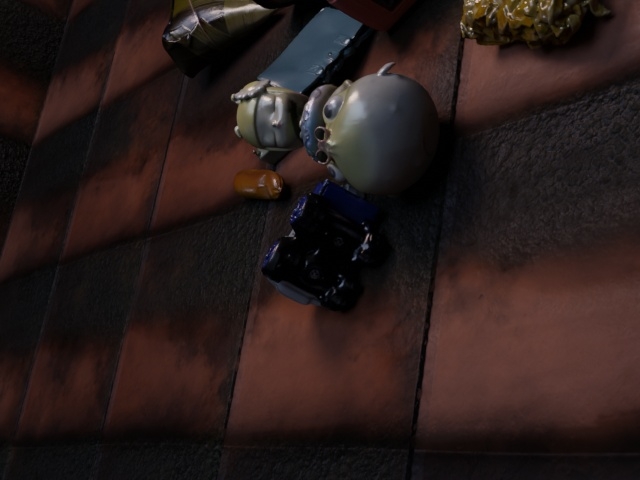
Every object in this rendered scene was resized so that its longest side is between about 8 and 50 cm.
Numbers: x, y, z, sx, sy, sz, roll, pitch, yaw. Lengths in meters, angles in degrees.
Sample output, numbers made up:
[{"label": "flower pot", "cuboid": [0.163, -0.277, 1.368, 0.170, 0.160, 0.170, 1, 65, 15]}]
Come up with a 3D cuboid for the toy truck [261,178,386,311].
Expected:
[{"label": "toy truck", "cuboid": [0.000, 0.000, 1.644, 0.213, 0.161, 0.177, -57, 16, 14]}]

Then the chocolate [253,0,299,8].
[{"label": "chocolate", "cuboid": [-0.058, -0.627, 1.995, 0.186, 0.284, 0.283, 4, 74, 38]}]

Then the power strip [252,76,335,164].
[{"label": "power strip", "cuboid": [-0.059, -0.270, 1.934, 0.216, 0.061, 0.145, -39, 43, 33]}]

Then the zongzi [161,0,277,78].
[{"label": "zongzi", "cuboid": [-0.223, -0.573, 2.287, 0.318, 0.154, 0.289, -19, 50, 23]}]

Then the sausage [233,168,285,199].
[{"label": "sausage", "cuboid": [-0.122, -0.115, 1.935, 0.183, 0.054, 0.062, 5, 107, 52]}]

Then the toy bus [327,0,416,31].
[{"label": "toy bus", "cuboid": [0.167, -0.599, 1.706, 0.427, 0.203, 0.233, -44, 45, 31]}]

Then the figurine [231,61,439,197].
[{"label": "figurine", "cuboid": [0.023, -0.202, 1.630, 0.394, 0.274, 0.226, 9, 113, 29]}]

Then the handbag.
[{"label": "handbag", "cuboid": [-0.005, -0.360, 1.861, 0.221, 0.057, 0.144, -49, 40, -16]}]

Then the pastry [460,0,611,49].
[{"label": "pastry", "cuboid": [0.322, -0.370, 1.449, 0.250, 0.102, 0.154, 16, 83, 57]}]
